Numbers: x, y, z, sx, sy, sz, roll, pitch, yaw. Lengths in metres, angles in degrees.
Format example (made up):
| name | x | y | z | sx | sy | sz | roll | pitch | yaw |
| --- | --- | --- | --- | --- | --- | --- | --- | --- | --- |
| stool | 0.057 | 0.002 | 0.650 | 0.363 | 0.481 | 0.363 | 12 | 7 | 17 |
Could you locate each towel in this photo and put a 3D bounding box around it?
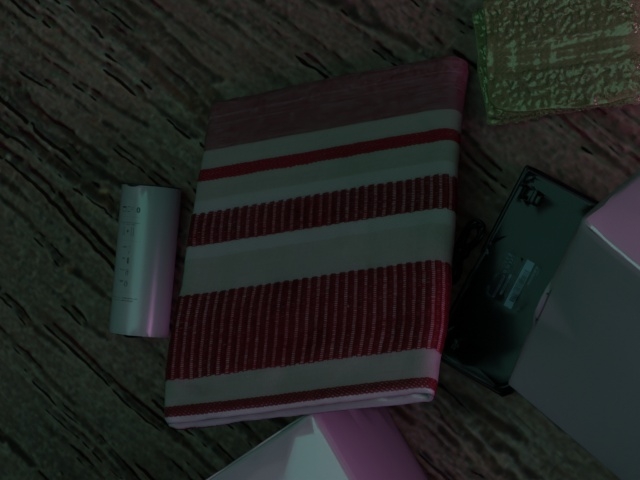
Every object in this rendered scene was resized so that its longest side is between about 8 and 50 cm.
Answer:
| name | x | y | z | sx | sy | sz | roll | pitch | yaw |
| --- | --- | --- | --- | --- | --- | --- | --- | --- | --- |
| towel | 0.198 | -0.156 | 1.504 | 0.148 | 0.027 | 0.110 | -8 | 84 | 23 |
| towel | 0.000 | 0.000 | 1.486 | 0.237 | 0.037 | 0.329 | -9 | 52 | 22 |

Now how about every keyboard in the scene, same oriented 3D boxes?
| name | x | y | z | sx | sy | sz | roll | pitch | yaw |
| --- | --- | --- | --- | --- | --- | --- | --- | --- | --- |
| keyboard | 0.152 | 0.028 | 1.518 | 0.108 | 0.023 | 0.180 | 29 | 97 | 14 |

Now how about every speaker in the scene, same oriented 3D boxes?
| name | x | y | z | sx | sy | sz | roll | pitch | yaw |
| --- | --- | --- | --- | --- | --- | --- | --- | --- | --- |
| speaker | -0.156 | 0.019 | 1.624 | 0.055 | 0.055 | 0.136 | 4 | 89 | 22 |

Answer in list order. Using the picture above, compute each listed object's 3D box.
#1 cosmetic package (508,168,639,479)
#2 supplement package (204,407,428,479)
| name | x | y | z | sx | sy | sz | roll | pitch | yaw |
| --- | --- | --- | --- | --- | --- | --- | --- | --- | --- |
| cosmetic package | 0.341 | 0.126 | 1.316 | 0.385 | 0.156 | 0.217 | 43 | 145 | 18 |
| supplement package | 0.028 | 0.300 | 1.470 | 0.175 | 0.177 | 0.293 | -34 | 75 | 16 |
